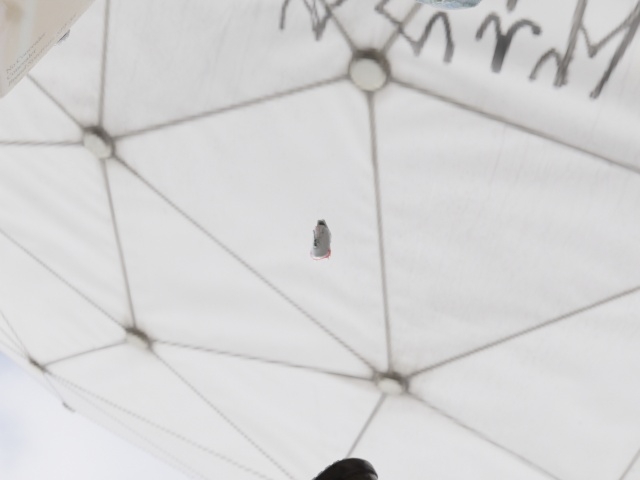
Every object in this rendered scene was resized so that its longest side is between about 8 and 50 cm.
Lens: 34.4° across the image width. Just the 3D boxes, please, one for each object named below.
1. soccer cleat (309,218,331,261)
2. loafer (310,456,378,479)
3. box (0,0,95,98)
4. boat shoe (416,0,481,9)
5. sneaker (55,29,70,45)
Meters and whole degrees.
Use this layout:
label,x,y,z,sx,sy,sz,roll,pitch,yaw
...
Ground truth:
label,x,y,z,sx,sy,sz,roll,pitch,yaw
soccer cleat,0.000,0.000,1.324,0.029,0.036,0.083,-8,-159,10
loafer,-0.025,0.278,0.858,0.220,0.080,0.078,-48,-132,7
box,-0.242,-0.251,0.731,0.121,0.311,0.148,35,-113,2
boat shoe,0.045,-0.244,0.445,0.099,0.116,0.320,22,-115,-35
sneaker,-0.302,-0.259,1.187,0.031,0.035,0.083,6,-122,20
